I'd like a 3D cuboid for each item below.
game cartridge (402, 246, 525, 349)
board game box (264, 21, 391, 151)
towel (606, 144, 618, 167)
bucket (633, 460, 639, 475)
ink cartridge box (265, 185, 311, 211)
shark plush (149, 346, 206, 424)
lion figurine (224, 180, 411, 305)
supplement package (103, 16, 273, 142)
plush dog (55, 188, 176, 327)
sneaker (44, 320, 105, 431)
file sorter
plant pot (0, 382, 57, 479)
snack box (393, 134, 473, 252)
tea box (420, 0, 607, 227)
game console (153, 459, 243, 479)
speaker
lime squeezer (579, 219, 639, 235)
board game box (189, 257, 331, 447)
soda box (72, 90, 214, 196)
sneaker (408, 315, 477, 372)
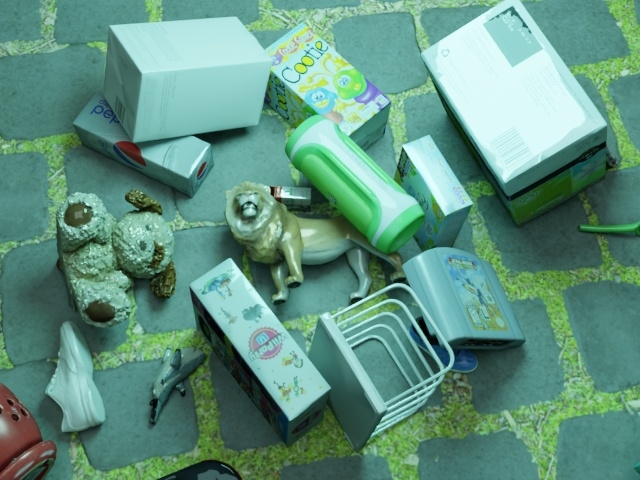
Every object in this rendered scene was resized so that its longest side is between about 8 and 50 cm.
[{"bbox_3d":[0.276,0.110,1.610,0.062,0.297,0.198,-30,66,32],"label":"game cartridge"},{"bbox_3d":[0.002,-0.314,1.845,0.144,0.142,0.275,-41,74,-19],"label":"board game box"},{"bbox_3d":[0.590,-0.235,1.823,0.029,0.197,0.144,-33,71,19],"label":"towel"},{"bbox_3d":[0.708,0.398,1.493,0.281,0.281,0.183,-33,66,-16],"label":"bucket"},{"bbox_3d":[-0.077,-0.088,1.781,0.115,0.063,0.029,3,66,-1],"label":"ink cartridge box"},{"bbox_3d":[-0.280,0.273,1.613,0.067,0.073,0.161,33,59,-21],"label":"shark plush"},{"bbox_3d":[0.000,0.000,1.717,0.392,0.142,0.240,4,56,-22],"label":"lion figurine"},{"bbox_3d":[-0.277,-0.338,1.759,0.293,0.175,0.177,-13,50,-31],"label":"supplement package"},{"bbox_3d":[-0.397,0.024,1.675,0.225,0.210,0.263,-15,95,-25],"label":"plush dog"},{"bbox_3d":[-0.480,0.258,1.601,0.094,0.080,0.212,-20,69,1],"label":"sneaker"},{"bbox_3d":[0.103,0.230,1.532,0.173,0.278,0.193,-25,69,-18],"label":"file sorter"},{"bbox_3d":[-0.575,0.372,1.477,0.174,0.191,0.191,41,70,12],"label":"plant pot"},{"bbox_3d":[0.219,-0.084,1.715,0.070,0.207,0.174,-24,69,-13],"label":"snack box"},{"bbox_3d":[0.398,-0.248,1.710,0.220,0.323,0.329,-31,68,9],"label":"tea box"},{"bbox_3d":[-0.249,0.607,1.457,0.342,0.060,0.387,-19,67,-11],"label":"game console"},{"bbox_3d":[0.066,-0.113,1.669,0.131,0.131,0.296,-39,72,-18],"label":"speaker"},{"bbox_3d":[0.713,-0.058,1.812,0.310,0.059,0.110,-25,69,-13],"label":"lime squeezer"},{"bbox_3d":[-0.114,0.211,1.555,0.097,0.224,0.303,-35,71,-18],"label":"board game box"},{"bbox_3d":[-0.375,-0.205,1.804,0.286,0.091,0.098,26,67,9],"label":"soda box"},{"bbox_3d":[0.243,0.201,1.653,0.152,0.085,0.058,34,68,12],"label":"sneaker"}]
